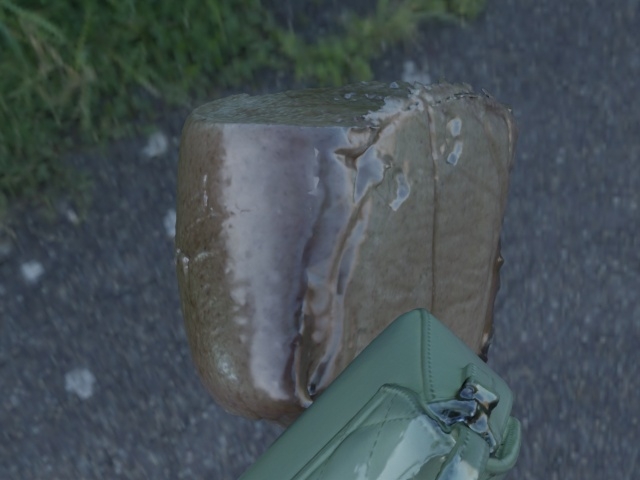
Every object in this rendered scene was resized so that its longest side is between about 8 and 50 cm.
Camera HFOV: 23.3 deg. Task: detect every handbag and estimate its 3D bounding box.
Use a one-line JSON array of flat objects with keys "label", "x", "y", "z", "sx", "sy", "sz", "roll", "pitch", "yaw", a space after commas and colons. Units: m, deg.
[{"label": "handbag", "x": -0.011, "y": 0.152, "z": 0.672, "sx": 0.079, "sy": 0.219, "sz": 0.256, "roll": 42, "pitch": 104, "yaw": -5}]

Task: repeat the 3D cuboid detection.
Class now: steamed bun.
[{"label": "steamed bun", "x": 0.000, "y": 0.000, "z": 1.099, "sx": 0.199, "sy": 0.301, "sz": 0.252, "roll": 12, "pitch": 103, "yaw": 31}]
